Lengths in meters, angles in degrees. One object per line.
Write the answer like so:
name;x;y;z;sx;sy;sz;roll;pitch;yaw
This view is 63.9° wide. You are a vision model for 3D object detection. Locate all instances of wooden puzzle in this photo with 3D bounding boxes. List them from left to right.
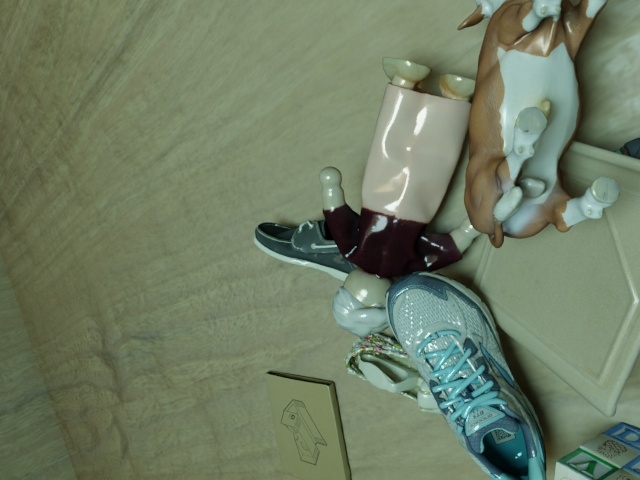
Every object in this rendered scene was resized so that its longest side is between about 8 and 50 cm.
wooden puzzle;0.253;0.019;0.529;0.221;0.044;0.238;-130;42;-60

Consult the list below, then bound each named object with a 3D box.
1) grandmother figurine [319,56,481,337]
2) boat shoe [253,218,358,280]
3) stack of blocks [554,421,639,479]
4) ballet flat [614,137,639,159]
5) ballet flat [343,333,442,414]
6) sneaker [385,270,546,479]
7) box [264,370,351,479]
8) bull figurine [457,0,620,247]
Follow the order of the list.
grandmother figurine;0.097;-0.033;0.634;0.208;0.104;0.342;20;107;10
boat shoe;0.000;0.000;0.769;0.233;0.084;0.079;15;113;30
stack of blocks;0.350;0.279;0.420;0.297;0.171;0.087;18;111;55
ballet flat;0.337;-0.002;0.480;0.074;0.074;0.203;-15;84;43
ballet flat;0.133;0.197;0.705;0.241;0.077;0.091;12;109;39
sneaker;0.172;0.159;0.571;0.110;0.122;0.283;-34;97;14
box;-0.025;0.341;0.921;0.164;0.021;0.201;-4;99;42
bull figurine;0.190;-0.148;0.466;0.101;0.188;0.310;1;89;1
